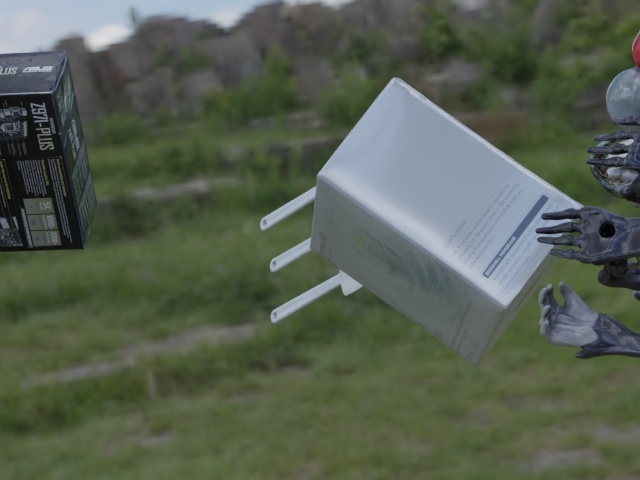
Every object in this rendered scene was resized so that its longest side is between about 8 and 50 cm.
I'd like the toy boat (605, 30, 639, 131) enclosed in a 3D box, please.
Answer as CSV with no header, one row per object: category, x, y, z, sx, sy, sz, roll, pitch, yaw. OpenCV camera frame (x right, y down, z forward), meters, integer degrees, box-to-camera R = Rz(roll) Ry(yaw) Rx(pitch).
toy boat,0.438,-0.128,1.732,0.318,0.148,0.267,32,18,33

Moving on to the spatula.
spatula,0.000,0.000,1.988,0.019,0.168,0.242,8,-25,-35

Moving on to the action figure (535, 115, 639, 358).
action figure,0.239,0.011,1.240,0.141,0.164,0.276,18,-16,31

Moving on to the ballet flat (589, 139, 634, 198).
ballet flat,0.304,-0.064,1.420,0.188,0.070,0.070,-7,1,37

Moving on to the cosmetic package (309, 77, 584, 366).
cosmetic package,0.116,-0.012,1.733,0.138,0.224,0.224,-51,-10,-16

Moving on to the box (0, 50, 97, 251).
box,-0.302,-0.082,1.645,0.147,0.180,0.077,-2,36,6
